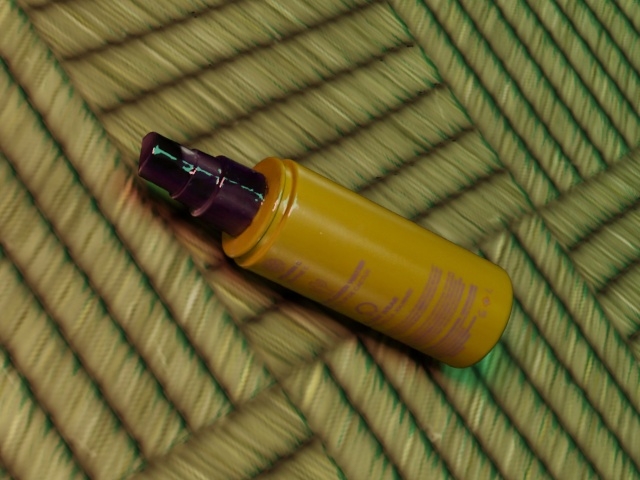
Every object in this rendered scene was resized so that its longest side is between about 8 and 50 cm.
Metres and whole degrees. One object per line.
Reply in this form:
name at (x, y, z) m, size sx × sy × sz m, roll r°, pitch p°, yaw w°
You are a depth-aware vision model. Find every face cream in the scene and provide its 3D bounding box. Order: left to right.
face cream at (0.000, 0.000, 1.095) m, size 0.273 × 0.078 × 0.078 m, roll 26°, pitch 48°, yaw -25°
